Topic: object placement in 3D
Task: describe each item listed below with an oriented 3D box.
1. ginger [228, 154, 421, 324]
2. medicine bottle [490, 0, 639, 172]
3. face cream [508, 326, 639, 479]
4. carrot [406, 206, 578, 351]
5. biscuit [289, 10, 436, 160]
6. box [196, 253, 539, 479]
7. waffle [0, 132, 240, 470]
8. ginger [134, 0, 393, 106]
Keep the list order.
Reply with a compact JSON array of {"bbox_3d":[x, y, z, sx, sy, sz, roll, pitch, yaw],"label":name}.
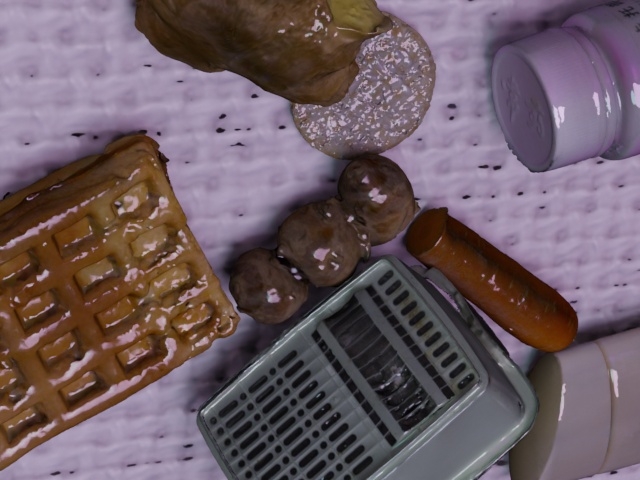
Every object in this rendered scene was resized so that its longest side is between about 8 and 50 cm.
[{"bbox_3d":[0.000,0.000,1.644,0.204,0.080,0.104,-41,144,-5],"label":"ginger"},{"bbox_3d":[0.302,-0.159,1.673,0.254,0.152,0.152,-17,119,-18],"label":"medicine bottle"},{"bbox_3d":[0.366,0.161,1.888,0.348,0.081,0.173,-12,123,-20],"label":"face cream"},{"bbox_3d":[0.179,0.045,1.759,0.225,0.067,0.067,37,94,-31],"label":"carrot"},{"bbox_3d":[0.038,-0.144,1.634,0.152,0.020,0.152,-9,116,-19],"label":"biscuit"},{"bbox_3d":[0.045,0.171,1.653,0.290,0.220,0.166,-39,149,5],"label":"box"},{"bbox_3d":[-0.250,0.064,1.552,0.327,0.098,0.224,-28,123,-10],"label":"waffle"},{"bbox_3d":[-0.046,-0.187,1.492,0.218,0.123,0.270,-3,144,24],"label":"ginger"}]
